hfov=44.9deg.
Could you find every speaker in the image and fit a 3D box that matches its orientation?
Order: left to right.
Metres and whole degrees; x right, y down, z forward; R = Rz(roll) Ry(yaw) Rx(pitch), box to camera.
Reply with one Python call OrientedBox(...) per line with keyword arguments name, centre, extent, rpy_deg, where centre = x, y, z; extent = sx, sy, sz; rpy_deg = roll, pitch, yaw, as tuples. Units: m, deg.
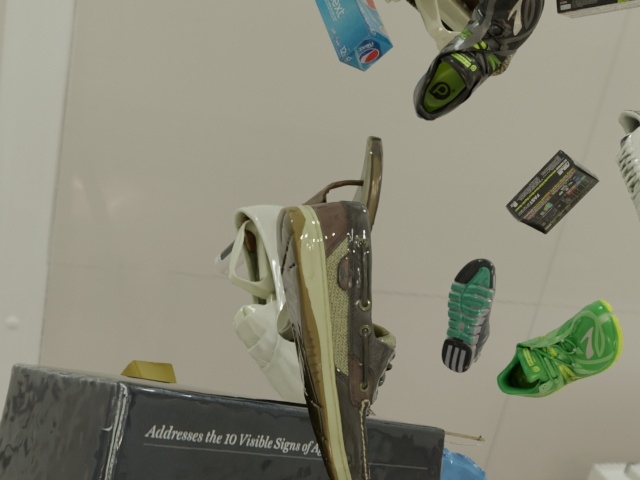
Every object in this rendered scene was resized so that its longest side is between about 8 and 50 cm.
OrientedBox(name="speaker", centre=(-0.183, 0.023, 1.769), extent=(0.055, 0.136, 0.055), rpy_deg=(31, 37, -27))

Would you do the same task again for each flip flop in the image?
OrientedBox(name="flip flop", centre=(0.000, 0.000, 0.911), extent=(0.080, 0.277, 0.112), rpy_deg=(26, 28, -8))

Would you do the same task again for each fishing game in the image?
OrientedBox(name="fishing game", centre=(0.238, 0.491, 1.500), extent=(0.189, 0.041, 0.264), rpy_deg=(6, 52, -1))

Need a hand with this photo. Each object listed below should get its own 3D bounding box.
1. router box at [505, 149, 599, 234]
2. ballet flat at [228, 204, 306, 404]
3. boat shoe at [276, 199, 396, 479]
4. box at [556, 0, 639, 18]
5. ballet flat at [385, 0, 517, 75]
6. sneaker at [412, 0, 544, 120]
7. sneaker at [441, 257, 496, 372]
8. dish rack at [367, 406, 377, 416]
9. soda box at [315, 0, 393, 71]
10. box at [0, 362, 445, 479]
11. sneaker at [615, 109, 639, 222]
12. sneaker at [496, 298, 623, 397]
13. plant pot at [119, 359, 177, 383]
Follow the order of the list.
OrientedBox(name="router box", centre=(0.358, -0.072, 1.195), extent=(0.092, 0.122, 0.038), rpy_deg=(19, 29, -46))
OrientedBox(name="ballet flat", centre=(-0.098, 0.103, 1.359), extent=(0.139, 0.139, 0.400), rpy_deg=(5, 54, -21))
OrientedBox(name="boat shoe", centre=(0.021, 0.079, 0.566), extent=(0.073, 0.224, 0.080), rpy_deg=(-12, 14, -10))
OrientedBox(name="box", centre=(0.498, -0.398, 1.252), extent=(0.206, 0.036, 0.114), rpy_deg=(-2, 9, 29))
OrientedBox(name="ballet flat", centre=(0.179, -0.415, 1.233), extent=(0.164, 0.182, 0.482), rpy_deg=(-10, -29, 43))
OrientedBox(name="sneaker", centre=(0.164, -0.195, 0.806), extent=(0.067, 0.188, 0.078), rpy_deg=(37, 29, -7))
OrientedBox(name="sneaker", centre=(0.290, 0.136, 1.468), extent=(0.083, 0.224, 0.098), rpy_deg=(23, 17, 32))
OrientedBox(name="dish rack", centre=(0.079, 0.433, 1.606), extent=(0.074, 0.208, 0.271), rpy_deg=(1, -2, -4))
OrientedBox(name="soda box", centre=(0.044, -0.392, 1.301), extent=(0.067, 0.071, 0.210), rpy_deg=(8, 55, -48))
OrientedBox(name="box", centre=(-0.131, 0.415, 0.897), extent=(0.479, 0.472, 0.297), rpy_deg=(19, -14, -39))
OrientedBox(name="sneaker", centre=(0.504, -0.105, 1.202), extent=(0.094, 0.090, 0.235), rpy_deg=(20, 53, -6))
OrientedBox(name="sneaker", centre=(0.424, 0.212, 1.385), extent=(0.123, 0.295, 0.109), rpy_deg=(-5, 57, -30))
OrientedBox(name="plant pot", centre=(-0.273, 0.249, 1.226), extent=(0.081, 0.081, 0.083), rpy_deg=(16, 33, -48))
